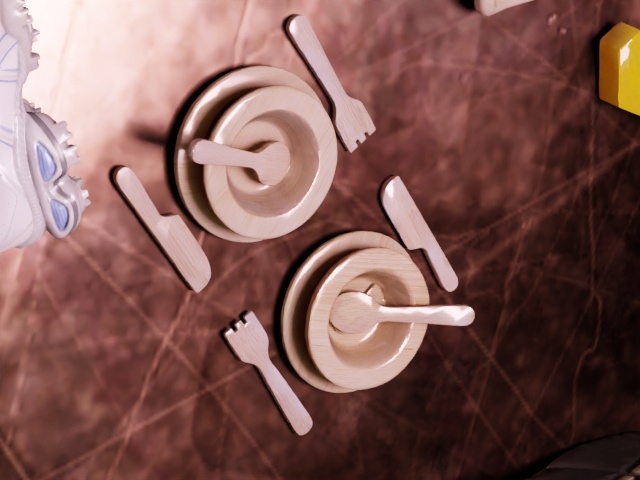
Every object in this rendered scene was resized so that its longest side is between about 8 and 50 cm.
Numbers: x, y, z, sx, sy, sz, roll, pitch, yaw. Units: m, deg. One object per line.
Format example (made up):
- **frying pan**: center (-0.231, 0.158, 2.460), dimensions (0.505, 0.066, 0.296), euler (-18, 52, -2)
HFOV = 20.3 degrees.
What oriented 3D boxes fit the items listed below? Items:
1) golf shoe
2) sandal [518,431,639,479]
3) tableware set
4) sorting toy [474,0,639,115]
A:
- **golf shoe**: center (-0.160, -0.068, 0.743), dimensions (0.086, 0.069, 0.176), euler (-25, 115, -20)
- **sandal**: center (0.123, 0.179, 0.968), dimensions (0.303, 0.120, 0.086), euler (-13, 107, -32)
- **tableware set**: center (0.000, 0.000, 0.885), dimensions (0.128, 0.039, 0.194), euler (-43, 123, -17)
- **sorting toy**: center (0.165, -0.202, 0.942), dimensions (0.229, 0.041, 0.307), euler (-21, 122, -24)
